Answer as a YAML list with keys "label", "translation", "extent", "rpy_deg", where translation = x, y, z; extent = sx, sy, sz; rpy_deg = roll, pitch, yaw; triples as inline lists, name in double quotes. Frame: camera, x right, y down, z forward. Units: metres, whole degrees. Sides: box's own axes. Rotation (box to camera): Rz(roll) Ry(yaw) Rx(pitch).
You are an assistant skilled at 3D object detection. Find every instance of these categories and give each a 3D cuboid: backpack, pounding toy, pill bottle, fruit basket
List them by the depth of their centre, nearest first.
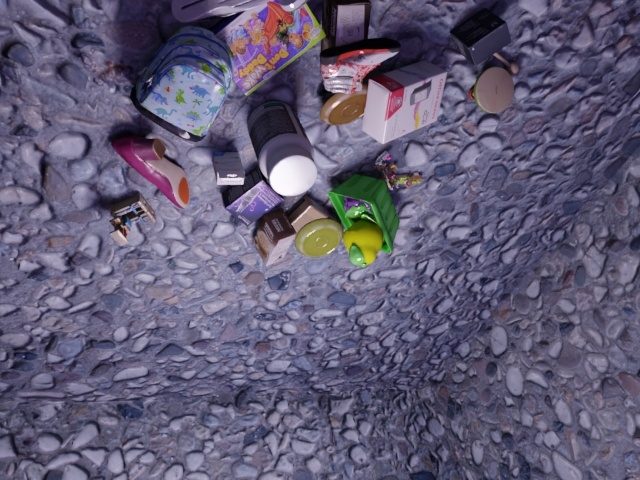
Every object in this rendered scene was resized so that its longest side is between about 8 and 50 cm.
- label: "backpack"
  translation: [-0.421, -0.503, 1.585]
  extent: [0.290, 0.273, 0.355]
  rpy_deg: [30, 120, -27]
- label: "pill bottle"
  translation: [-0.140, -0.339, 1.803]
  extent: [0.204, 0.361, 0.204]
  rpy_deg: [-11, 135, -11]
- label: "pounding toy"
  translation: [0.703, -0.646, 2.047]
  extent: [0.182, 0.110, 0.237]
  rpy_deg: [18, 94, -21]
- label: "fruit basket"
  translation: [0.181, -0.056, 2.190]
  extent: [0.392, 0.282, 0.392]
  rpy_deg: [-25, 124, -43]

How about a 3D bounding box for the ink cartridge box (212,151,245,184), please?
- label: "ink cartridge box"
  translation: [-0.356, -0.271, 1.912]
  extent: [0.104, 0.181, 0.062]
  rpy_deg: [-3, 133, -18]

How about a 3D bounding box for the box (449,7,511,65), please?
- label: "box"
  translation: [0.595, -0.759, 1.836]
  extent: [0.156, 0.158, 0.093]
  rpy_deg: [-32, 135, 11]

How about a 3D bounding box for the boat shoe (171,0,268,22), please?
- label: "boat shoe"
  translation: [-0.294, -0.758, 1.516]
  extent: [0.335, 0.119, 0.121]
  rpy_deg: [-12, 114, 3]

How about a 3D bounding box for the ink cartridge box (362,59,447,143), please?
- label: "ink cartridge box"
  translation: [0.321, -0.534, 1.892]
  extent: [0.306, 0.131, 0.226]
  rpy_deg: [-26, 141, -26]

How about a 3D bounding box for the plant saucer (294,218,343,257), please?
- label: "plant saucer"
  translation: [0.000, 0.000, 2.290]
  extent: [0.240, 0.037, 0.241]
  rpy_deg: [-12, 137, -12]

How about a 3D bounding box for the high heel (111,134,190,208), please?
- label: "high heel"
  translation: [-0.638, -0.259, 1.900]
  extent: [0.181, 0.127, 0.377]
  rpy_deg: [4, 142, 14]

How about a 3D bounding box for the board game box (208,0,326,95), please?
- label: "board game box"
  translation: [-0.188, -0.688, 1.654]
  extent: [0.347, 0.078, 0.233]
  rpy_deg: [-34, 135, 11]

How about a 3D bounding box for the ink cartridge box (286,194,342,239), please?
- label: "ink cartridge box"
  translation: [-0.046, -0.075, 2.287]
  extent: [0.193, 0.088, 0.234]
  rpy_deg: [-42, 133, 18]

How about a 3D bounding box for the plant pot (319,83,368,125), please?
- label: "plant pot"
  translation: [0.111, -0.512, 1.895]
  extent: [0.236, 0.032, 0.236]
  rpy_deg: [-23, 165, -6]

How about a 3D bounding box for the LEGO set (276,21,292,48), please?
- label: "LEGO set"
  translation: [-0.120, -0.676, 1.624]
  extent: [0.054, 0.023, 0.083]
  rpy_deg: [-7, 121, -19]

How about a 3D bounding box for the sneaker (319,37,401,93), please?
- label: "sneaker"
  translation: [0.133, -0.577, 1.640]
  extent: [0.270, 0.090, 0.145]
  rpy_deg: [-13, 136, -5]

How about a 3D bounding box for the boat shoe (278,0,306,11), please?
- label: "boat shoe"
  translation: [-0.015, -0.805, 1.531]
  extent: [0.301, 0.108, 0.102]
  rpy_deg: [-58, 148, -15]

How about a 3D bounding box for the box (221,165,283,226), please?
- label: "box"
  translation: [-0.288, -0.183, 2.076]
  extent: [0.207, 0.108, 0.153]
  rpy_deg: [-36, 135, 13]

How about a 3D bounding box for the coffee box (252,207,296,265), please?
- label: "coffee box"
  translation: [-0.207, -0.012, 2.183]
  extent: [0.098, 0.141, 0.246]
  rpy_deg: [-21, 159, -30]

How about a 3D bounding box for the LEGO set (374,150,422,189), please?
- label: "LEGO set"
  translation: [0.351, -0.281, 2.233]
  extent: [0.287, 0.107, 0.132]
  rpy_deg: [26, 119, -37]

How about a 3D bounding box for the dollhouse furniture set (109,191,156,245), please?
- label: "dollhouse furniture set"
  translation: [-0.740, -0.069, 1.952]
  extent: [0.129, 0.184, 0.129]
  rpy_deg: [-24, 136, 1]

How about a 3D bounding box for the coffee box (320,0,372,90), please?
- label: "coffee box"
  translation: [0.080, -0.687, 1.696]
  extent: [0.118, 0.168, 0.297]
  rpy_deg: [-9, 135, -13]
